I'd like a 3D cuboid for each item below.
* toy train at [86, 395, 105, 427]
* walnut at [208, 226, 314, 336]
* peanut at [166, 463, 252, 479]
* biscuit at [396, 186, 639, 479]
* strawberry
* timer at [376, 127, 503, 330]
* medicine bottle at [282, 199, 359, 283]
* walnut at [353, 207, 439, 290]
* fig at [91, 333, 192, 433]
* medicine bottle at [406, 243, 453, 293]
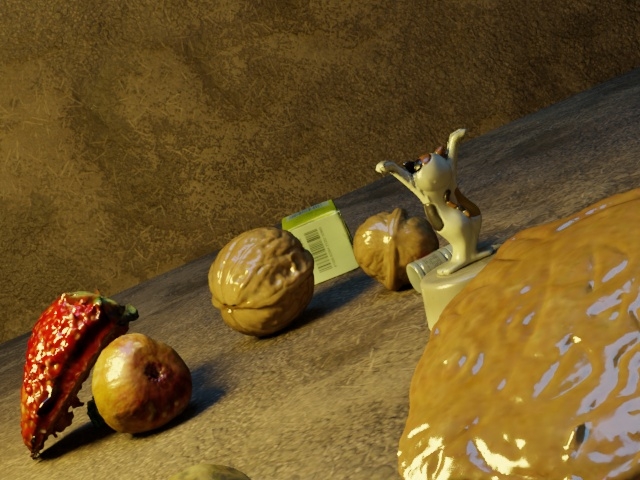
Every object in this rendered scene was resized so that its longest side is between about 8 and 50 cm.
[{"bbox_3d":[-0.351,0.282,1.819,0.122,0.050,0.081,-23,20,6],"label":"toy train"},{"bbox_3d":[-0.105,0.075,1.962,0.213,0.213,0.213,-22,9,4],"label":"walnut"},{"bbox_3d":[-0.135,0.304,0.880,0.147,0.148,0.319,-19,14,21],"label":"peanut"},{"bbox_3d":[0.243,0.087,0.996,0.365,0.062,0.385,-16,33,42],"label":"biscuit"},{"bbox_3d":[-0.442,0.209,1.732,0.306,0.137,0.233,-56,-2,-3],"label":"strawberry"},{"bbox_3d":[0.196,-0.017,1.522,0.175,0.266,0.175,-22,8,3],"label":"timer"},{"bbox_3d":[0.000,0.000,2.342,0.141,0.137,0.250,-21,9,2],"label":"medicine bottle"},{"bbox_3d":[0.136,0.016,1.885,0.166,0.149,0.166,7,-12,1],"label":"walnut"},{"bbox_3d":[-0.315,0.235,1.704,0.159,0.159,0.257,-28,5,-30],"label":"fig"},{"bbox_3d":[0.201,0.048,1.803,0.091,0.058,0.058,-25,9,-16],"label":"medicine bottle"}]
